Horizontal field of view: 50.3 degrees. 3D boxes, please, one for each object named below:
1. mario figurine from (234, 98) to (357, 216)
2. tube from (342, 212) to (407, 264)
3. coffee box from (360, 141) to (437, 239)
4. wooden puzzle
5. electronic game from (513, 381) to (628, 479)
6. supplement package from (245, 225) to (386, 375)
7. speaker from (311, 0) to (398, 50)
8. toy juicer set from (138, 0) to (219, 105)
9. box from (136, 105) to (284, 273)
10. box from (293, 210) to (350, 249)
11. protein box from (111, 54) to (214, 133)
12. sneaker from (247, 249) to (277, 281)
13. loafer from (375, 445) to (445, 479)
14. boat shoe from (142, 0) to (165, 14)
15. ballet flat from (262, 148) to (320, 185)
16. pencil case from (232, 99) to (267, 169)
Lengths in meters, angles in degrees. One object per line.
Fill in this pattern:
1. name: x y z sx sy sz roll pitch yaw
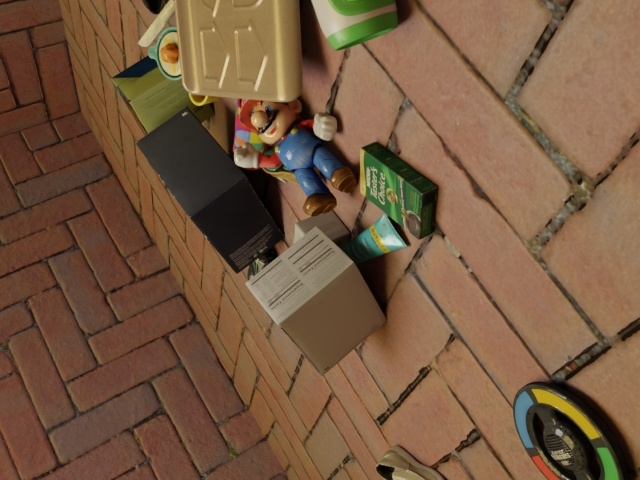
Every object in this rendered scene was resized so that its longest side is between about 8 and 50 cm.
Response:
1. mario figurine: -0.076 -0.205 1.448 0.321 0.198 0.170 51 166 20
2. tube: 0.111 0.004 1.437 0.080 0.052 0.207 53 152 -2
3. coffee box: 0.141 -0.094 1.274 0.184 0.040 0.113 45 150 39
4. wooden puzzle: -0.165 -0.459 1.409 0.347 0.080 0.322 13 114 40
5. electronic game: 0.407 0.339 1.128 0.229 0.048 0.229 46 150 37
6. supplement package: -0.002 0.139 1.509 0.145 0.204 0.262 45 171 39
7. speaker: 0.023 -0.457 1.058 0.131 0.131 0.297 2 114 64
8. toy juicer set: -0.362 -0.516 1.762 0.329 0.089 0.209 42 122 21
9. box: -0.301 -0.136 1.879 0.343 0.179 0.313 48 172 35
10. box: 0.000 0.000 1.589 0.087 0.101 0.102 53 154 27
11. protein box: -0.447 -0.411 1.954 0.136 0.199 0.201 49 169 33
12. sneaker: -0.180 0.032 2.049 0.106 0.101 0.268 -6 108 42
13. loafer: 0.233 0.613 1.710 0.268 0.092 0.102 16 127 60
14. boat shoe: -0.453 -0.716 1.858 0.092 0.102 0.285 59 160 2
15. ballet flat: -0.073 -0.162 1.623 0.232 0.080 0.073 29 153 56
16. pencil case: -0.163 -0.274 1.681 0.104 0.104 0.236 56 153 19
